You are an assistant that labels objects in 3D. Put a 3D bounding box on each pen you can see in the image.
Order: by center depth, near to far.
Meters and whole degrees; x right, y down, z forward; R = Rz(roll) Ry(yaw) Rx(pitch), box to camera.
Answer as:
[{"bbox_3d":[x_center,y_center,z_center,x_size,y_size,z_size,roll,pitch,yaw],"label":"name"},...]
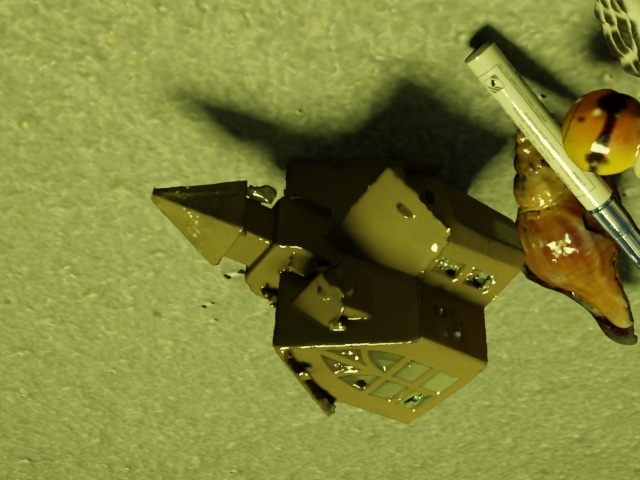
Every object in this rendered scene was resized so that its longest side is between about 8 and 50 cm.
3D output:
[{"bbox_3d":[0.173,-0.058,0.738,0.025,0.025,0.204,-33,105,34],"label":"pen"}]

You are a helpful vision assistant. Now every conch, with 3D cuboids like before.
[{"bbox_3d":[0.195,0.007,0.819,0.080,0.086,0.232,-35,135,-21],"label":"conch"}]

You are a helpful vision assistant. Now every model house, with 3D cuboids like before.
[{"bbox_3d":[0.000,0.000,0.754,0.248,0.180,0.176,21,135,-22],"label":"model house"}]

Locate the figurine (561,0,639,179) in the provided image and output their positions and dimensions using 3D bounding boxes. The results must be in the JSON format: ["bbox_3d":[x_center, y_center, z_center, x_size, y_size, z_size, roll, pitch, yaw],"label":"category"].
[{"bbox_3d":[0.321,-0.064,0.657,0.320,0.196,0.323,9,138,29],"label":"figurine"}]
